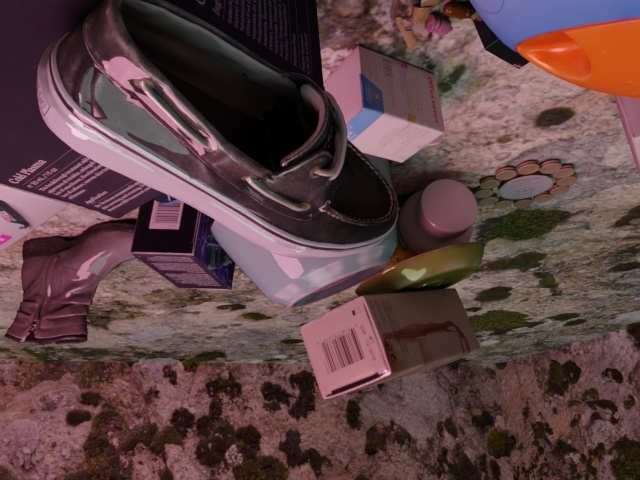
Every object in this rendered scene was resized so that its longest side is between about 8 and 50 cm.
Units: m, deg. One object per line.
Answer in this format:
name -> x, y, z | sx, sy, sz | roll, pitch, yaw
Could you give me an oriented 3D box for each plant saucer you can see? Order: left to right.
plant saucer -> 0.180, 0.068, 1.003 | 0.241, 0.037, 0.241 | -18, 163, -6

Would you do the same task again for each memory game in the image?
memory game -> 0.378, -0.102, 1.053 | 0.186, 0.012, 0.186 | -2, 159, -1

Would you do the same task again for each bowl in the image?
bowl -> 0.000, 0.000, 0.913 | 0.311, 0.163, 0.311 | -23, 168, -5

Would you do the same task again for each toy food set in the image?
toy food set -> 0.144, -0.257, 0.616 | 0.122, 0.019, 0.078 | -20, 155, 19

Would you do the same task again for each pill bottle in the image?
pill bottle -> 0.204, -0.015, 1.075 | 0.136, 0.136, 0.246 | 0, 158, -8

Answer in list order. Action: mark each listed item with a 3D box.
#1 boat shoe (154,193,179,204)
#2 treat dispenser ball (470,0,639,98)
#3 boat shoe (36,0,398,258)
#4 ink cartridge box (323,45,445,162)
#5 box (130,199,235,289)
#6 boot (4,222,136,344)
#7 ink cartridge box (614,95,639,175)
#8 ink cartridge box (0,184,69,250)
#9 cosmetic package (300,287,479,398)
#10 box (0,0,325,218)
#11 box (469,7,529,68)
boat shoe -> -0.170, -0.146, 0.769 | 0.089, 0.109, 0.258 | 26, 129, -39
treat dispenser ball -> 0.214, -0.230, 0.327 | 0.288, 0.288, 0.288 | -3, 159, -1
boat shoe -> -0.035, -0.068, 0.443 | 0.335, 0.121, 0.119 | 18, 154, -40
ink cartridge box -> 0.085, -0.167, 0.730 | 0.143, 0.092, 0.090 | 10, 155, -30
box -> -0.221, -0.013, 0.979 | 0.108, 0.153, 0.207 | 1, 161, 10
boot -> -0.464, 0.097, 1.138 | 0.338, 0.223, 0.118 | -12, 157, 20
ink cartridge box -> 0.451, -0.171, 0.673 | 0.171, 0.168, 0.232 | -17, 156, 29
ink cartridge box -> -0.584, -0.070, 0.922 | 0.275, 0.060, 0.239 | -21, 154, 38
cosmetic package -> 0.129, 0.170, 0.981 | 0.153, 0.129, 0.296 | -33, 158, 36
box -> -0.227, -0.188, 0.511 | 0.343, 0.179, 0.312 | -21, 155, 36
box -> 0.213, -0.233, 0.614 | 0.083, 0.052, 0.062 | 2, 155, -45
